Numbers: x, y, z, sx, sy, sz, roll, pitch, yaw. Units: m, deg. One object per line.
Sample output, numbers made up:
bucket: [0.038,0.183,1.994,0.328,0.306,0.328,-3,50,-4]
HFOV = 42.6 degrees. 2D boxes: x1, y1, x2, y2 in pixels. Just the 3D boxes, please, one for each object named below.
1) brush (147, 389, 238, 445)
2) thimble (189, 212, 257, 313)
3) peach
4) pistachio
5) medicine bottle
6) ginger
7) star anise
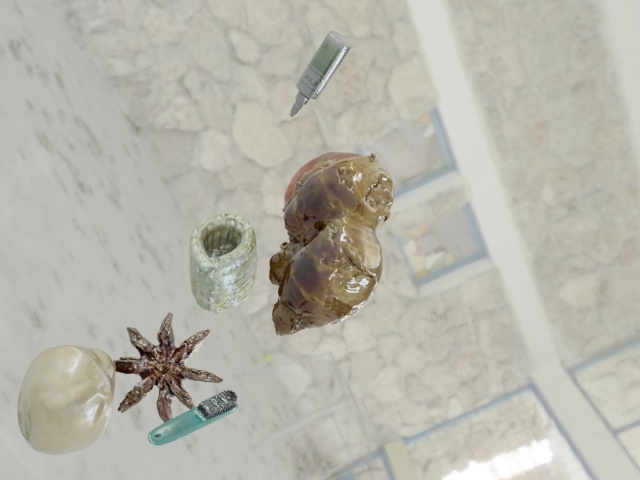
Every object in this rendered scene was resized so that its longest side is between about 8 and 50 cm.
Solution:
brush: [-0.211,0.296,1.388,0.043,0.032,0.193,40,33,26]
thimble: [-0.202,0.049,1.681,0.190,0.137,0.143,-74,173,-52]
peach: [0.047,-0.099,1.826,0.257,0.232,0.232,-62,-144,35]
pistachio: [-0.587,0.374,1.888,0.226,0.332,0.208,33,32,2]
medicine bottle: [-0.010,-0.334,1.690,0.057,0.199,0.058,28,28,-17]
ginger: [-0.001,0.011,1.538,0.152,0.274,0.358,15,83,-46]
star anise: [-0.367,0.308,1.936,0.088,0.288,0.288,61,5,-80]
